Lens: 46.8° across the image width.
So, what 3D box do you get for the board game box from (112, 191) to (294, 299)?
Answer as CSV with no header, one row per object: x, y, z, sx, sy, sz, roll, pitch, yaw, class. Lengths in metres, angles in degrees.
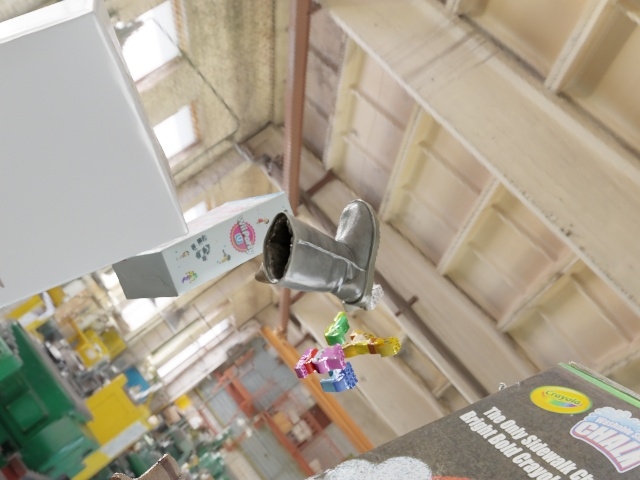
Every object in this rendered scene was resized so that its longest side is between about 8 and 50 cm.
-0.228,0.010,1.466,0.224,0.303,0.098,-6,-73,50,board game box

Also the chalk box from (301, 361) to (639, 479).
0.152,0.204,0.445,0.180,0.288,0.179,-148,-140,-70,chalk box

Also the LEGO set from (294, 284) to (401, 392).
0.063,0.158,1.131,0.093,0.227,0.087,-7,-64,32,LEGO set

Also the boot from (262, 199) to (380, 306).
0.002,-0.002,1.093,0.076,0.190,0.208,-20,-30,39,boot

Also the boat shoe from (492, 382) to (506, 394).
0.270,0.225,1.018,0.075,0.206,0.065,5,71,-58,boat shoe

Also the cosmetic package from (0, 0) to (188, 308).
-0.420,-0.153,1.106,0.394,0.327,0.330,-125,-165,-63,cosmetic package

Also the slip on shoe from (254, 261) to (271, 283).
-0.047,0.045,1.186,0.041,0.135,0.052,-32,-102,41,slip on shoe

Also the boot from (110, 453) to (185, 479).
-0.236,0.334,1.028,0.042,0.087,0.119,3,-51,32,boot
